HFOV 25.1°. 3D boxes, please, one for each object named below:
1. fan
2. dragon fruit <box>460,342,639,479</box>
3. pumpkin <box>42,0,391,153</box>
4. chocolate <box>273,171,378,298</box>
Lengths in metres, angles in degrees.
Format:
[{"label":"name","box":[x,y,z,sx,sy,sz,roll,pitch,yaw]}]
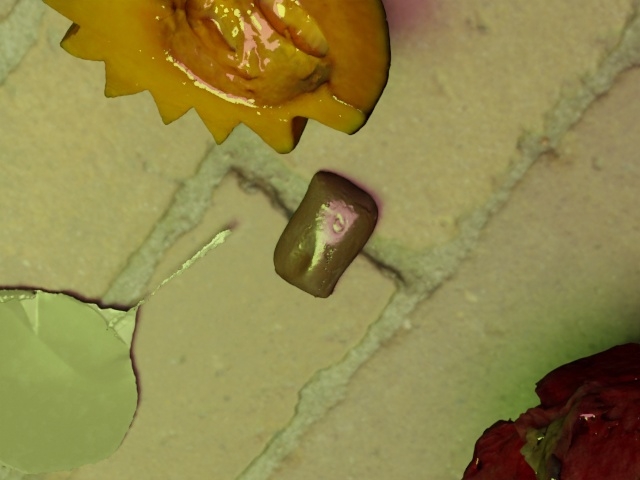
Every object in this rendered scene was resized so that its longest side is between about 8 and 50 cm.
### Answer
[{"label":"fan","box":[-0.186,0.079,1.193,0.310,0.010,0.182,-36,103,19]},{"label":"dragon fruit","box":[0.257,0.229,1.038,0.329,0.329,0.329,2,110,5]},{"label":"pumpkin","box":[-0.070,-0.168,1.064,0.254,0.149,0.130,25,150,-3]},{"label":"chocolate","box":[0.000,0.000,1.137,0.064,0.031,0.101,33,111,-1]}]
